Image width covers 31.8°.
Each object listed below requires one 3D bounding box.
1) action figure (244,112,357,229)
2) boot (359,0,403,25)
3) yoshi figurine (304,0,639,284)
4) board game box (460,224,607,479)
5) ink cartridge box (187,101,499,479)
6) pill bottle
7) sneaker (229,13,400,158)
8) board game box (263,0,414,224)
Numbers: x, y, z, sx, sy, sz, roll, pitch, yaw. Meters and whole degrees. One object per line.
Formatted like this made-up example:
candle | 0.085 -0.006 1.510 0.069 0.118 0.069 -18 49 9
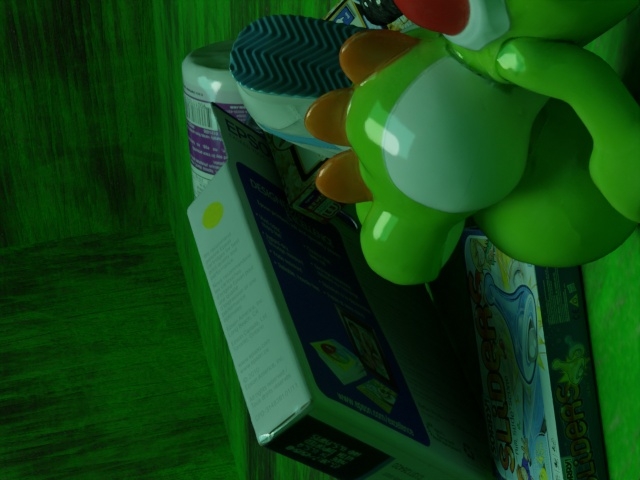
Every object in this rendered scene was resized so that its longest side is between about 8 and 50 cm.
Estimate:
action figure | 0.000 0.000 1.171 0.341 0.178 0.330 79 -163 -80
boot | 0.042 -0.295 0.831 0.260 0.131 0.348 59 -165 -10
yoshi figurine | 0.135 -0.112 0.576 0.203 0.203 0.362 35 134 12
board game box | 0.154 0.088 0.822 0.136 0.035 0.201 -175 76 -77
ink cartridge box | 0.021 0.070 0.930 0.303 0.072 0.307 33 -155 -44
pill bottle | -0.078 -0.090 1.411 0.169 0.169 0.301 -124 27 -61
sneaker | 0.051 -0.094 0.797 0.092 0.229 0.087 76 -145 -69
board game box | 0.034 -0.130 0.914 0.193 0.045 0.147 -43 44 24
